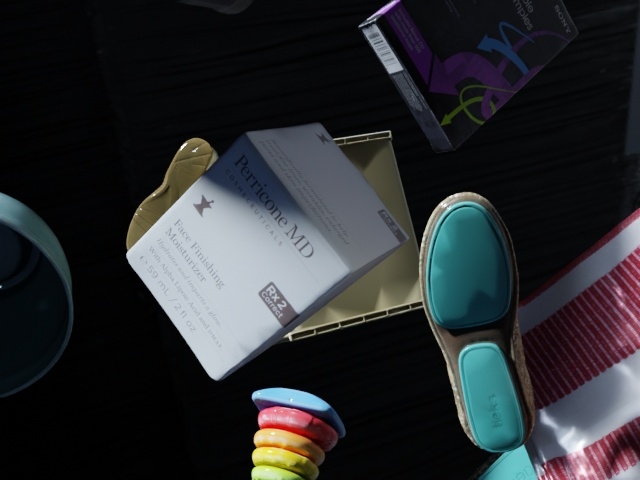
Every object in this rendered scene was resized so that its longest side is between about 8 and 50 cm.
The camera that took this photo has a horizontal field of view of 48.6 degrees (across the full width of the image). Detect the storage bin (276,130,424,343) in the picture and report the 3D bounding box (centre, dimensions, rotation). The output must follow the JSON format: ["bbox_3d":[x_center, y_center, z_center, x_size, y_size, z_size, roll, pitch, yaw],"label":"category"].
[{"bbox_3d":[0.000,0.000,1.015,0.123,0.260,0.262,153,104,-69],"label":"storage bin"}]

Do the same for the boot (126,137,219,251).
[{"bbox_3d":[-0.215,-0.051,1.161,0.077,0.213,0.165,32,180,16],"label":"boot"}]

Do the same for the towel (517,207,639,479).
[{"bbox_3d":[0.273,0.142,0.596,0.237,0.037,0.329,-44,39,27],"label":"towel"}]

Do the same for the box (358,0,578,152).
[{"bbox_3d":[0.120,-0.162,0.547,0.116,0.162,0.029,53,160,-19],"label":"box"}]

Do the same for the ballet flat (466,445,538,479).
[{"bbox_3d":[0.212,0.454,1.051,0.182,0.482,0.164,40,-164,-45],"label":"ballet flat"}]

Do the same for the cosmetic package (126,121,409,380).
[{"bbox_3d":[-0.047,0.005,0.672,0.183,0.151,0.151,-41,83,28],"label":"cosmetic package"}]

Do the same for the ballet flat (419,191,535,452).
[{"bbox_3d":[0.117,0.059,0.537,0.067,0.073,0.206,-58,-40,-70],"label":"ballet flat"}]

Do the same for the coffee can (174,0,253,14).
[{"bbox_3d":[-0.188,-0.317,0.598,0.201,0.275,0.202,-2,88,60],"label":"coffee can"}]

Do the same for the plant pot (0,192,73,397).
[{"bbox_3d":[-0.481,0.044,0.965,0.196,0.292,0.293,-113,16,-60],"label":"plant pot"}]

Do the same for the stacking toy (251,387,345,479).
[{"bbox_3d":[-0.073,0.448,1.329,0.166,0.175,0.302,71,-149,-52],"label":"stacking toy"}]
